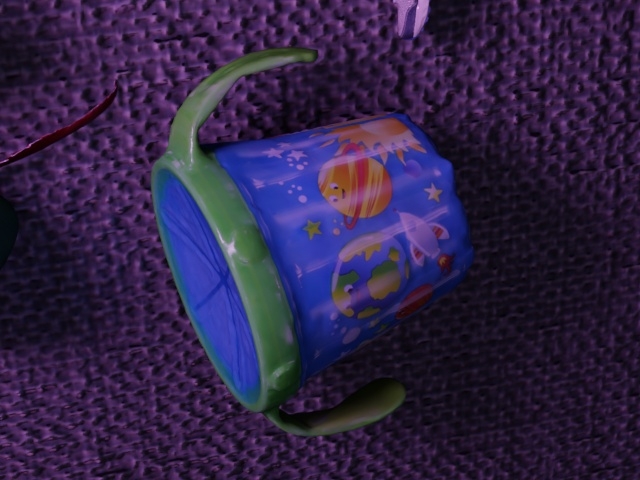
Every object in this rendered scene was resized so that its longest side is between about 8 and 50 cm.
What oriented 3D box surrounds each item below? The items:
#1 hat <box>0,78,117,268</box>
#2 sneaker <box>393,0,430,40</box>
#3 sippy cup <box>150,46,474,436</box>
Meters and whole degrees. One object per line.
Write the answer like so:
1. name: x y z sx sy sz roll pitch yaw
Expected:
1. hat: -0.290 -0.025 1.183 0.208 0.183 0.173 3 117 29
2. sneaker: 0.063 -0.238 1.172 0.058 0.052 0.135 -5 111 -4
3. sippy cup: 0.000 0.000 1.184 0.224 0.240 0.305 -22 146 -17
